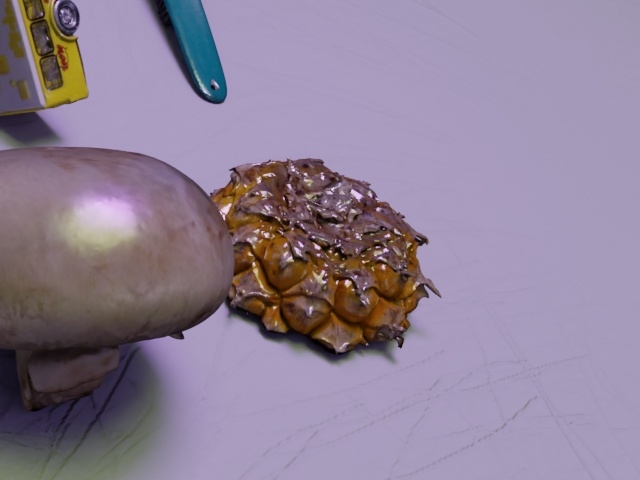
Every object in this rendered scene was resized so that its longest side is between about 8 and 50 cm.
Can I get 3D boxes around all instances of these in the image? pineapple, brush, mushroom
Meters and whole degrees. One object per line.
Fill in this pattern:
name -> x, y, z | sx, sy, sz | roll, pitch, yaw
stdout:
pineapple -> 0.000, 0.000, 1.447 | 0.225, 0.076, 0.224 | 18, 35, -13
brush -> -0.125, -0.195, 1.668 | 0.043, 0.032, 0.193 | 8, 50, -36
mushroom -> -0.169, 0.024, 1.203 | 0.227, 0.178, 0.226 | -4, 12, 1

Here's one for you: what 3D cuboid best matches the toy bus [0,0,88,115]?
toy bus -> -0.252, -0.212, 1.428 | 0.081, 0.226, 0.074 | -1, 18, 37
